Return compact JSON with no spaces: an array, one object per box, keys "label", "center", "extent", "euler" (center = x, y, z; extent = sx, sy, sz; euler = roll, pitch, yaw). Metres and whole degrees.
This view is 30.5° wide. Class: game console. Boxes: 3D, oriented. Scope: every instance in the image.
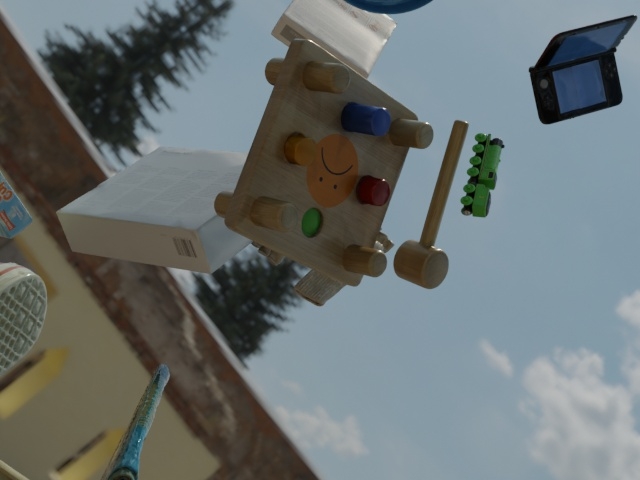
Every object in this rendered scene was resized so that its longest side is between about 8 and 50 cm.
[{"label":"game console","center":[0.373,-0.236,1.634],"extent":[0.085,0.144,0.124],"euler":[6,-69,68]}]

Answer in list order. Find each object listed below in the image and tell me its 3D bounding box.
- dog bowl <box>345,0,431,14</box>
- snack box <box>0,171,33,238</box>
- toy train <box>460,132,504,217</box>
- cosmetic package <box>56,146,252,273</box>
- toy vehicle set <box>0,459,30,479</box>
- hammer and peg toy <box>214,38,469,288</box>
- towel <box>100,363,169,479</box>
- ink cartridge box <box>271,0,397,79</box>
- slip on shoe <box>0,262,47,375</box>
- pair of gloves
[{"label":"dog bowl","center":[0.094,-0.382,1.208],"extent":[0.166,0.297,0.074],"euler":[21,15,-13]},{"label":"snack box","center":[-0.651,-0.152,2.084],"extent":[0.187,0.060,0.322],"euler":[8,-46,54]},{"label":"toy train","center":[0.124,-0.051,0.901],"extent":[0.024,0.083,0.017],"euler":[6,-38,15]},{"label":"cosmetic package","center":[-0.251,-0.065,2.150],"extent":[0.377,0.284,0.097],"euler":[8,-54,40]},{"label":"toy vehicle set","center":[-0.366,0.199,0.977],"extent":[0.267,0.166,0.035],"euler":[25,-68,29]},{"label":"hammer and peg toy","center":[0.043,-0.082,1.544],"extent":[0.127,0.265,0.361],"euler":[14,-8,44]},{"label":"towel","center":[-0.319,0.375,1.826],"extent":[0.040,0.271,0.370],"euler":[27,17,-6]},{"label":"ink cartridge box","center":[0.028,-0.372,2.065],"extent":[0.181,0.224,0.056],"euler":[35,-55,-6]},{"label":"slip on shoe","center":[-0.337,0.090,0.871],"extent":[0.101,0.331,0.123],"euler":[15,-67,19]},{"label":"pair of gloves","center":[0.000,0.000,2.168],"extent":[0.240,0.204,0.042],"euler":[41,-23,36]}]
